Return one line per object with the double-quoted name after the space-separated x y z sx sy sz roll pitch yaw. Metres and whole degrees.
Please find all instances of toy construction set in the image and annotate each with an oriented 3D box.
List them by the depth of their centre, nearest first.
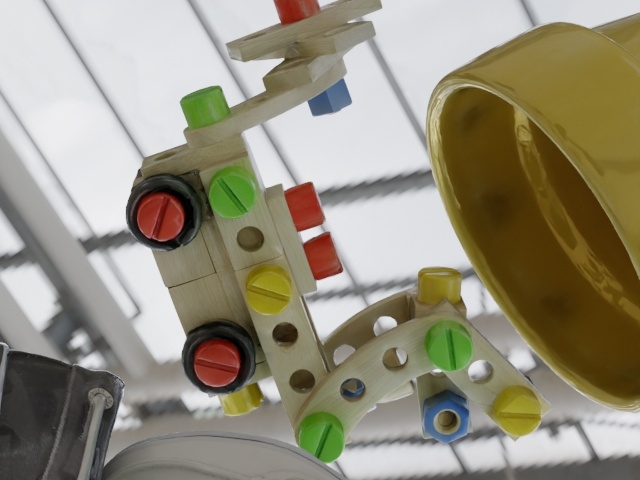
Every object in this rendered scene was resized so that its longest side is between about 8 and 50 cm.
0.000 0.000 1.168 0.215 0.327 0.151 -19 -179 4 "toy construction set"

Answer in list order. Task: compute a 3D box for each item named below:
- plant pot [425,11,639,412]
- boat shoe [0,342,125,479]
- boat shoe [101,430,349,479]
0.237 -0.052 1.199 0.239 0.254 0.254 -30 -154 -16 "plant pot"
-0.117 0.167 0.675 0.102 0.108 0.301 10 -136 -12 "boat shoe"
-0.009 0.121 0.682 0.226 0.076 0.083 13 -98 32 "boat shoe"
